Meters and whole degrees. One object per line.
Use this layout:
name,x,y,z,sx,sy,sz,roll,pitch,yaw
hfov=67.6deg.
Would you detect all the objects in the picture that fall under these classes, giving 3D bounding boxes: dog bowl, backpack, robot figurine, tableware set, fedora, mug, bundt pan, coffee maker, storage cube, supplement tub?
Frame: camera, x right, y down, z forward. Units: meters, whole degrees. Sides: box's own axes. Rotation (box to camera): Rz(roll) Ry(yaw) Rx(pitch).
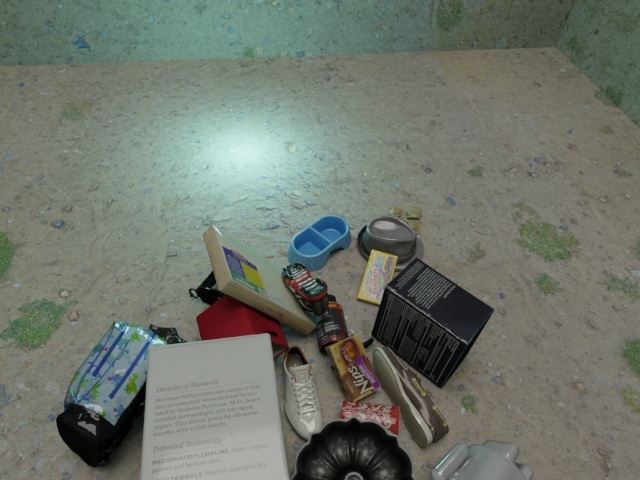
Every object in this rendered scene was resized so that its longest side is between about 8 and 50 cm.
dog bowl,0.000,0.000,1.903,0.166,0.074,0.297,37,55,25
backpack,-0.581,0.406,1.363,0.273,0.290,0.355,38,48,4
robot figurine,0.407,0.683,1.242,0.354,0.200,0.299,-34,88,-30
tableware set,0.363,-0.092,2.048,0.141,0.020,0.168,8,51,6
fedora,0.285,-0.011,1.895,0.276,0.124,0.243,21,55,14
mug,0.142,0.547,1.406,0.170,0.113,0.150,7,46,6
bundt pan,0.087,0.650,1.273,0.332,0.124,0.330,-1,60,1
coffee maker,-0.357,0.138,1.722,0.172,0.120,0.178,20,49,14
storage cube,-0.245,0.290,1.508,0.215,0.184,0.193,-38,52,13
supplement tub,0.034,0.282,1.633,0.106,0.106,0.197,-3,49,-7

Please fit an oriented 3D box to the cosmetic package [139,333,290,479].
cosmetic package,-0.265,0.510,1.258,0.328,0.329,0.393,-6,48,-9

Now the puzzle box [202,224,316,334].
puzzle box,-0.197,0.133,1.566,0.052,0.409,0.272,-42,42,12

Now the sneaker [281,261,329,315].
sneaker,-0.051,0.167,1.619,0.098,0.134,0.276,-26,28,-17

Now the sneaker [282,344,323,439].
sneaker,-0.064,0.456,1.461,0.106,0.123,0.290,-10,51,-16

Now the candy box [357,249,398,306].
candy box,0.214,0.140,1.788,0.105,0.027,0.205,15,67,12

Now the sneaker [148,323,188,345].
sneaker,-0.490,0.324,1.591,0.171,0.051,0.089,0,53,0

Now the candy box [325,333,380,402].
candy box,0.101,0.402,1.508,0.109,0.053,0.186,-20,85,-21

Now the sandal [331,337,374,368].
sandal,0.114,0.380,1.583,0.179,0.067,0.040,-24,66,-27

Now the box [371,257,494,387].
box,0.351,0.267,1.546,0.294,0.296,0.183,37,55,24

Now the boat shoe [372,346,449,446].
boat shoe,0.274,0.467,1.486,0.097,0.116,0.324,-16,55,-23
